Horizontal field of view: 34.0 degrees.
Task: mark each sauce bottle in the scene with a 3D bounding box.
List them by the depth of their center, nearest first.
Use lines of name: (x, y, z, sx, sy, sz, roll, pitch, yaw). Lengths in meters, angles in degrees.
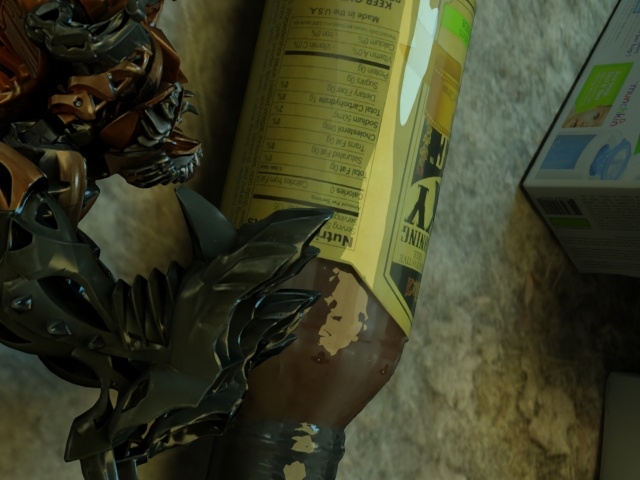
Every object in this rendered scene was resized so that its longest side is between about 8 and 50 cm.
sauce bottle: (0.000, 0.000, 0.535, 0.111, 0.111, 0.344, 17, 84, -43)

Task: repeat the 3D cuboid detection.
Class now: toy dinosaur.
toy dinosaur: (-0.117, -0.007, 0.406, 0.322, 0.218, 0.164, -57, 174, 9)

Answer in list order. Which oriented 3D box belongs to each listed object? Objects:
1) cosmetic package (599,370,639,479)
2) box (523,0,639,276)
cosmetic package: (0.401, 0.226, 0.902, 0.385, 0.156, 0.217, 10, 87, -44)
box: (0.254, -0.083, 0.761, 0.103, 0.114, 0.203, 49, 60, -34)
